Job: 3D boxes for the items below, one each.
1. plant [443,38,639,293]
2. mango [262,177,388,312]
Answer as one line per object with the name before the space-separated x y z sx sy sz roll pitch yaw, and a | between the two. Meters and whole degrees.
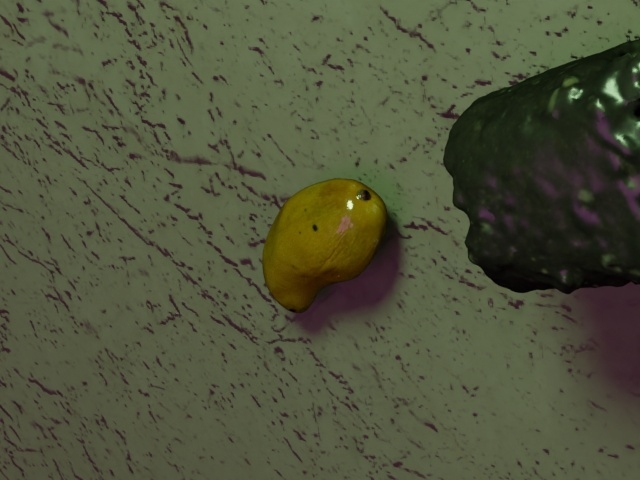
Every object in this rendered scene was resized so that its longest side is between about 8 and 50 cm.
plant | 0.246 -0.065 1.482 0.276 0.188 0.199 -14 100 39
mango | 0.000 0.000 1.804 0.098 0.075 0.190 56 142 7
